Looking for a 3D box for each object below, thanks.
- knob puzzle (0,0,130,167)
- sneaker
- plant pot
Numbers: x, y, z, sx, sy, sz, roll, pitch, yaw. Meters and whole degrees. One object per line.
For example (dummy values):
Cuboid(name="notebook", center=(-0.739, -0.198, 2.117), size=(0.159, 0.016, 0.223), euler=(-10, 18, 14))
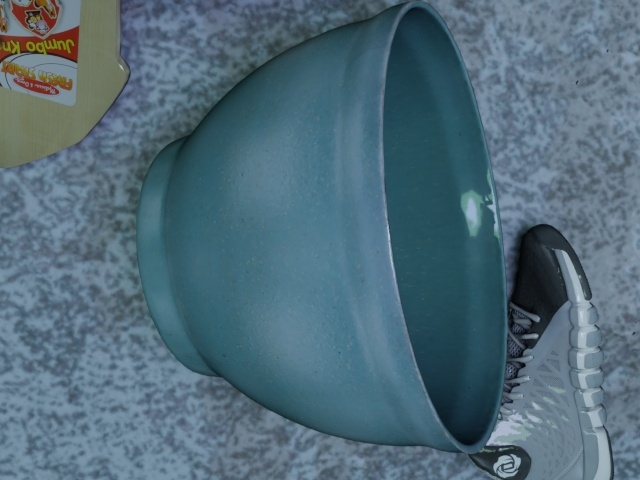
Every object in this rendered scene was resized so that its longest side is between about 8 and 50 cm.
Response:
Cuboid(name="knob puzzle", center=(-0.225, -0.144, 0.716), size=(0.213, 0.030, 0.213), euler=(7, 120, 12))
Cuboid(name="sneaker", center=(0.153, 0.108, 0.790), size=(0.132, 0.086, 0.228), euler=(-12, 99, -3))
Cuboid(name="plant pot", center=(0.000, 0.000, 0.680), size=(0.196, 0.293, 0.293), euler=(-7, 98, 22))
